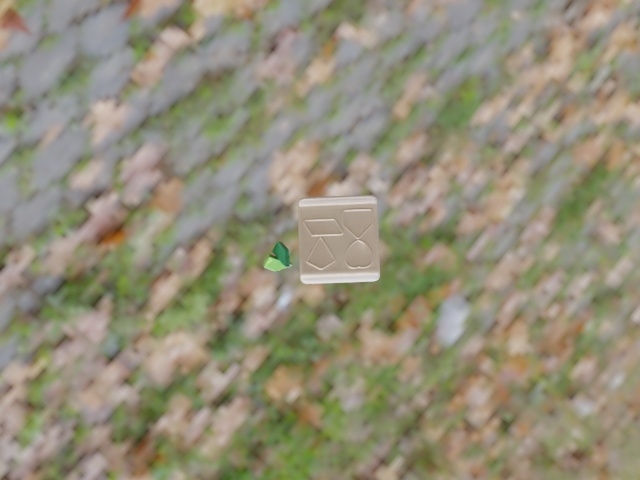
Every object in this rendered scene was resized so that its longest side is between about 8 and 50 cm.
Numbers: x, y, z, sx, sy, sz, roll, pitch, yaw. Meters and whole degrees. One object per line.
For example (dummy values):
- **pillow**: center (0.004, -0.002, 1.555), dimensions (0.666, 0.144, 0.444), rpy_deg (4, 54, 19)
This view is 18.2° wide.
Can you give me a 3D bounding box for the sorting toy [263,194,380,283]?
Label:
- **sorting toy**: center (0.000, 0.000, 1.423), dimensions (0.012, 0.083, 0.062), rpy_deg (63, 25, -81)
